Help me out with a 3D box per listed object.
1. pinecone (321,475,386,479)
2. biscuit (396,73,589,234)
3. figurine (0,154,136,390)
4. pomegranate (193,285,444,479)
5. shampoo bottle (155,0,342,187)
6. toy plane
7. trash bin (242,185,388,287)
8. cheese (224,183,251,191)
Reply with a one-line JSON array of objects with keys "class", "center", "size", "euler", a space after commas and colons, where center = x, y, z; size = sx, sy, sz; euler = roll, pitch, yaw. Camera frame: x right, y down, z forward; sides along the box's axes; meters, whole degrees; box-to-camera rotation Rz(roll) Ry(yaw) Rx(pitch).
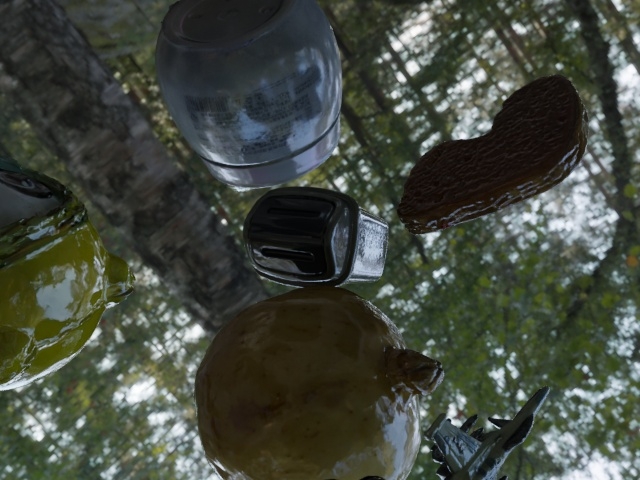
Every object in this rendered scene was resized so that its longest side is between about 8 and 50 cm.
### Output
[{"class": "pinecone", "center": [0.017, 0.429, 0.767], "size": [0.398, 0.397, 0.397], "euler": [-37, -167, 10]}, {"class": "biscuit", "center": [0.247, -0.122, 1.118], "size": [0.277, 0.052, 0.262], "euler": [-23, -151, 25]}, {"class": "figurine", "center": [-0.357, 0.022, 0.736], "size": [0.324, 0.340, 0.231], "euler": [-39, 145, -53]}, {"class": "pomegranate", "center": [0.007, 0.250, 1.241], "size": [0.410, 0.410, 0.410], "euler": [-37, -167, 10]}, {"class": "shampoo bottle", "center": [-0.102, -0.241, 1.192], "size": [0.273, 0.266, 0.272], "euler": [-8, -136, 8]}, {"class": "toy plane", "center": [0.207, 0.268, 0.981], "size": [0.088, 0.192, 0.262], "euler": [-8, -154, 46]}, {"class": "trash bin", "center": [0.000, 0.000, 1.465], "size": [0.210, 0.182, 0.290], "euler": [5, 177, 25]}, {"class": "cheese", "center": [-0.155, -0.201, 1.560], "size": [0.065, 0.137, 0.227], "euler": [-16, 144, -28]}]
